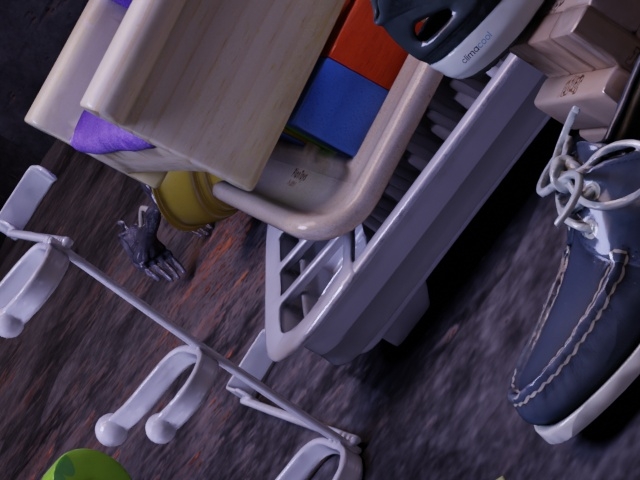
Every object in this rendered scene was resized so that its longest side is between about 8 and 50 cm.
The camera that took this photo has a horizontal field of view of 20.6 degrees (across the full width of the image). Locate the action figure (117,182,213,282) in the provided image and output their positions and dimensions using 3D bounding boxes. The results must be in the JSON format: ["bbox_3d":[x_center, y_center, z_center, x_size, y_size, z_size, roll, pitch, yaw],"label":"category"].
[{"bbox_3d":[-0.137,-0.099,1.697,0.164,0.141,0.276,-49,-26,-39],"label":"action figure"}]

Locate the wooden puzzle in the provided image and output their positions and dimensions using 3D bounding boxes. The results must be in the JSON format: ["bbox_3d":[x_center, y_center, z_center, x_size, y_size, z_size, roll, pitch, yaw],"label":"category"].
[{"bbox_3d":[0.036,-0.170,1.179,0.348,0.080,0.322,-58,14,-2],"label":"wooden puzzle"}]

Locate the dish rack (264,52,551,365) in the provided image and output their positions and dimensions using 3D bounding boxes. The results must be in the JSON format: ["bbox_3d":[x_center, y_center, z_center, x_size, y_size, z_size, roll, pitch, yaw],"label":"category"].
[{"bbox_3d":[0.083,-0.079,1.137,0.333,0.072,0.285,-54,14,18],"label":"dish rack"}]

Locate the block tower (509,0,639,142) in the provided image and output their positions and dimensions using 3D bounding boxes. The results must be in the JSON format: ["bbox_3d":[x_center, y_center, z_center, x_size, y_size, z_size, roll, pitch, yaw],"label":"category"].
[{"bbox_3d":[0.217,-0.208,0.904,0.335,0.091,0.097,-61,15,-7],"label":"block tower"}]

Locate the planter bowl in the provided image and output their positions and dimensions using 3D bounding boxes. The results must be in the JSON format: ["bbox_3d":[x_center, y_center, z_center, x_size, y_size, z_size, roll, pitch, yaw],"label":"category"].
[{"bbox_3d":[-0.064,-0.107,1.572,0.217,0.090,0.217,12,-90,-68],"label":"planter bowl"}]

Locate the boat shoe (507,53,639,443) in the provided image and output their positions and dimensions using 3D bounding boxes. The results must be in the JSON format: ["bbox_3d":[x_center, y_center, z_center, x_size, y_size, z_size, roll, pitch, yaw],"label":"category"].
[{"bbox_3d":[0.147,-0.030,0.798,0.254,0.079,0.095,-59,14,2],"label":"boat shoe"}]

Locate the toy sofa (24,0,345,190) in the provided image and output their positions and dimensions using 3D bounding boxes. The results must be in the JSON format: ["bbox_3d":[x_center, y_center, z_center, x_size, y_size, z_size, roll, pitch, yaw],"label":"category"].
[{"bbox_3d":[-0.126,-0.135,1.195,0.150,0.177,0.362,-64,15,-5],"label":"toy sofa"}]

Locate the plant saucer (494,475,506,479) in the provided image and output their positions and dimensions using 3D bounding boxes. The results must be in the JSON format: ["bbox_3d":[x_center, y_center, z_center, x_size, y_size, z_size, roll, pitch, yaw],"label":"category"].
[{"bbox_3d":[0.035,0.223,0.733,0.188,0.045,0.188,-50,16,33],"label":"plant saucer"}]

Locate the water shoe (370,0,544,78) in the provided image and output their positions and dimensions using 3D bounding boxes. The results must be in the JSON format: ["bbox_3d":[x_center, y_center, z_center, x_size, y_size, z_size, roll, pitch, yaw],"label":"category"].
[{"bbox_3d":[0.101,-0.180,0.890,0.203,0.080,0.073,-58,14,5],"label":"water shoe"}]

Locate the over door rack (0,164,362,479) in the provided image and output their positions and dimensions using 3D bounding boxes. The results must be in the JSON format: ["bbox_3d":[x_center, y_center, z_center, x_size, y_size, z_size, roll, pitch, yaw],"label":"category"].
[{"bbox_3d":[-0.114,0.078,1.152,0.108,0.239,0.324,-53,15,2],"label":"over door rack"}]

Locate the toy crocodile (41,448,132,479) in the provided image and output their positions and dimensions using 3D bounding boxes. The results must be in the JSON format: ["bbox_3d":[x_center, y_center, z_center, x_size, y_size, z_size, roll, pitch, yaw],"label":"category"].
[{"bbox_3d":[-0.216,0.207,1.151,0.115,0.340,0.105,-45,55,34],"label":"toy crocodile"}]
